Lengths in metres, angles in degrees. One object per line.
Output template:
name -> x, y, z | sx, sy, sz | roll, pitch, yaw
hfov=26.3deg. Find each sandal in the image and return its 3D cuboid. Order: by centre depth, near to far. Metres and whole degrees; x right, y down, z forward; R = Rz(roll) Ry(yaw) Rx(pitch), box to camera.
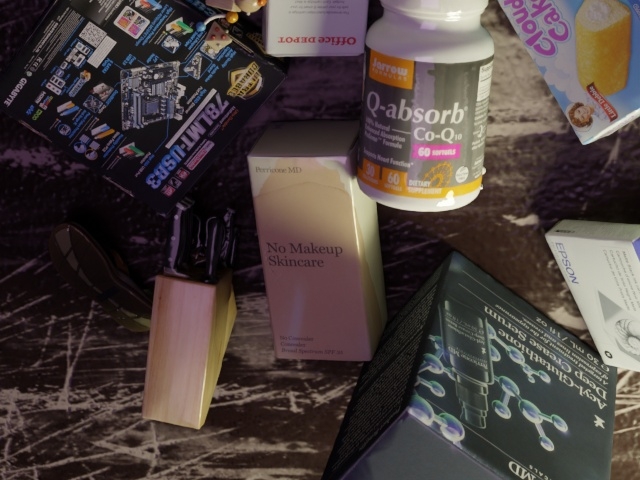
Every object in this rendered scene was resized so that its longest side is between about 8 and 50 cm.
sandal -> -0.310, 0.046, 2.002 | 0.090, 0.060, 0.219 | -27, 123, 32

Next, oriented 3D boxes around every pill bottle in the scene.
pill bottle -> 0.130, -0.189, 1.688 | 0.162, 0.162, 0.278 | 7, 113, 11

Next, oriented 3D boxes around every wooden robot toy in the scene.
wooden robot toy -> -0.091, -0.307, 1.668 | 0.079, 0.076, 0.173 | 21, 108, 32

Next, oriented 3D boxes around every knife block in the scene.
knife block -> -0.182, 0.088, 1.887 | 0.088, 0.276, 0.242 | 10, 149, 10

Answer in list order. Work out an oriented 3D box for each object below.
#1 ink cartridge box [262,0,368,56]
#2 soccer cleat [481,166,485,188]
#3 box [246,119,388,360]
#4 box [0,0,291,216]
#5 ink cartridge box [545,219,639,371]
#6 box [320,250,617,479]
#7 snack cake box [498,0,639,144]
ink cartridge box -> -0.007, -0.322, 1.688 | 0.127, 0.072, 0.175 | -1, 120, -9
soccer cleat -> 0.200, -0.102, 1.802 | 0.035, 0.029, 0.083 | 2, 122, 4
box -> 0.000, 0.000, 1.853 | 0.148, 0.121, 0.311 | 0, 118, 16
box -> -0.240, -0.214, 1.802 | 0.293, 0.073, 0.295 | 32, 123, -18
ink cartridge box -> 0.415, 0.078, 1.761 | 0.224, 0.045, 0.223 | 4, 127, 57
box -> 0.201, 0.250, 1.778 | 0.293, 0.395, 0.212 | 35, 121, -6
snack cake box -> 0.311, -0.264, 1.586 | 0.152, 0.089, 0.264 | -34, 83, 34
